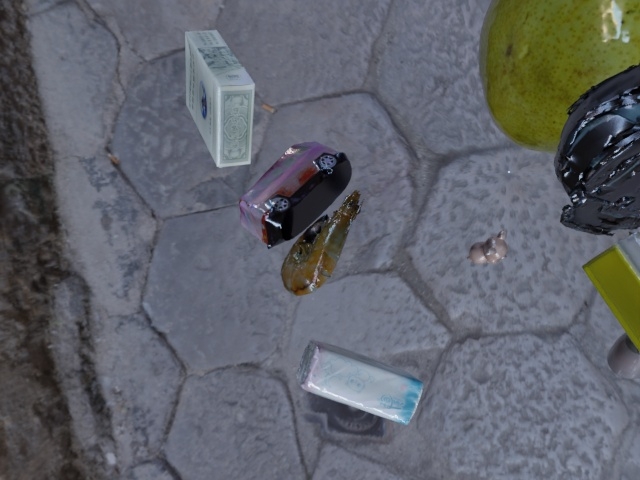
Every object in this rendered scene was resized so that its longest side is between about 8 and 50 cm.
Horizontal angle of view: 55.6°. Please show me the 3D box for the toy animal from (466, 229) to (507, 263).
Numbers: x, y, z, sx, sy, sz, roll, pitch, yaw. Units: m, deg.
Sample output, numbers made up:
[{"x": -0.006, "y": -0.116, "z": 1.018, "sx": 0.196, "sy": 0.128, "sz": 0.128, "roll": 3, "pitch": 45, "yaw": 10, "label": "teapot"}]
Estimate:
[{"x": 0.493, "y": 0.031, "z": 1.792, "sx": 0.150, "sy": 0.089, "sz": 0.083, "roll": -36, "pitch": 45, "yaw": 56, "label": "toy animal"}]

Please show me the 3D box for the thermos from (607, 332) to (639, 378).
[{"x": 0.842, "y": 0.273, "z": 1.615, "sx": 0.105, "sy": 0.193, "sz": 0.137, "roll": 21, "pitch": 65, "yaw": 24, "label": "thermos"}]

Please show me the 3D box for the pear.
[{"x": 0.356, "y": -0.260, "z": 0.775, "sx": 0.304, "sy": 0.304, "sz": 0.303, "roll": 2, "pitch": 97, "yaw": 17, "label": "pear"}]

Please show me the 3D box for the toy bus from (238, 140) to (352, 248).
[{"x": -0.063, "y": -0.123, "z": 1.506, "sx": 0.147, "sy": 0.127, "sz": 0.302, "roll": 31, "pitch": 61, "yaw": 23, "label": "toy bus"}]

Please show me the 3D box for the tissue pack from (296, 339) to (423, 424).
[{"x": 0.088, "y": 0.333, "z": 1.451, "sx": 0.271, "sy": 0.201, "sz": 0.124, "roll": 21, "pitch": 80, "yaw": -4, "label": "tissue pack"}]

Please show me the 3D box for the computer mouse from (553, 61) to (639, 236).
[{"x": 0.245, "y": -0.072, "z": 0.437, "sx": 0.146, "sy": 0.242, "sz": 0.077, "roll": -44, "pitch": 52, "yaw": 38, "label": "computer mouse"}]

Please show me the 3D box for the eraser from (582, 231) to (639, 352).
[{"x": 0.613, "y": 0.105, "z": 1.164, "sx": 0.069, "sy": 0.158, "sz": 0.226, "roll": -26, "pitch": 74, "yaw": -7, "label": "eraser"}]

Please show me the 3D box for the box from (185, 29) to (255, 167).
[{"x": -0.197, "y": -0.277, "z": 1.161, "sx": 0.256, "sy": 0.069, "sz": 0.164, "roll": -122, "pitch": 31, "yaw": -44, "label": "box"}]

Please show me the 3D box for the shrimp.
[{"x": 0.000, "y": 0.000, "z": 1.422, "sx": 0.152, "sy": 0.063, "sz": 0.287, "roll": 16, "pitch": 71, "yaw": 48, "label": "shrimp"}]
